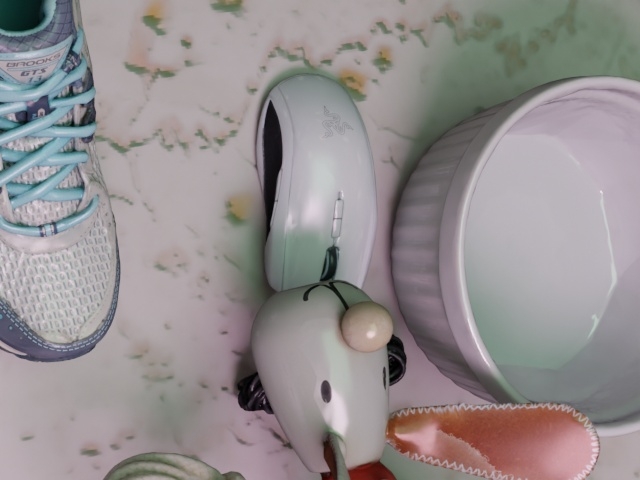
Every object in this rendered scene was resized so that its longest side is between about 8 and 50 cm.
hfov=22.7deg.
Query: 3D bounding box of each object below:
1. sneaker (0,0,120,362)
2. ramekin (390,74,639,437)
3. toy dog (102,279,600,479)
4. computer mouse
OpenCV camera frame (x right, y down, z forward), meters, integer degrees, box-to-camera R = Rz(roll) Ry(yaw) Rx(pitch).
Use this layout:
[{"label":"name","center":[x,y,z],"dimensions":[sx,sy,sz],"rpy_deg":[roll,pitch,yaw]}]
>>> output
[{"label":"sneaker","center":[-0.161,-0.072,0.779],"dimensions":[0.110,0.122,0.283],"rpy_deg":[-20,99,-25]},{"label":"ramekin","center":[0.140,0.009,0.942],"dimensions":[0.207,0.109,0.207],"rpy_deg":[0,91,-26]},{"label":"toy dog","center":[0.068,0.174,0.786],"dimensions":[0.333,0.161,0.220],"rpy_deg":[52,51,-5]},{"label":"computer mouse","center":[0.000,0.000,0.907],"dimensions":[0.106,0.042,0.193],"rpy_deg":[-3,92,-26]}]
